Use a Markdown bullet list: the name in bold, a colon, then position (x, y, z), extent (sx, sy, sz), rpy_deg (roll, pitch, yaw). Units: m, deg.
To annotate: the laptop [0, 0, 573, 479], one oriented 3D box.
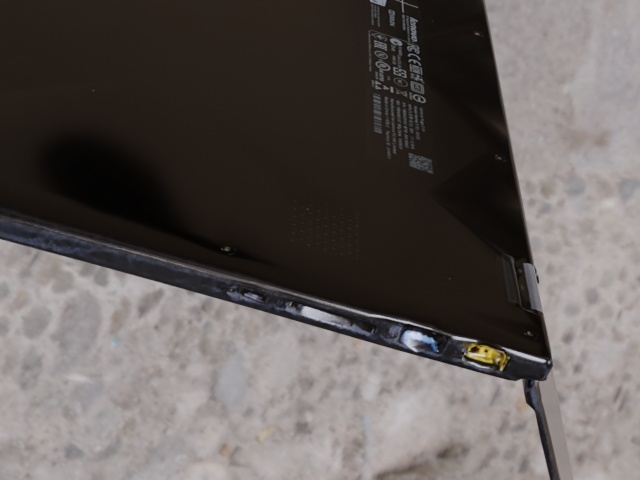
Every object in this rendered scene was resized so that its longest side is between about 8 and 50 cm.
- **laptop**: position (0.000, 0.000, 0.656), extent (0.408, 0.382, 0.236), rpy_deg (16, 126, -11)
